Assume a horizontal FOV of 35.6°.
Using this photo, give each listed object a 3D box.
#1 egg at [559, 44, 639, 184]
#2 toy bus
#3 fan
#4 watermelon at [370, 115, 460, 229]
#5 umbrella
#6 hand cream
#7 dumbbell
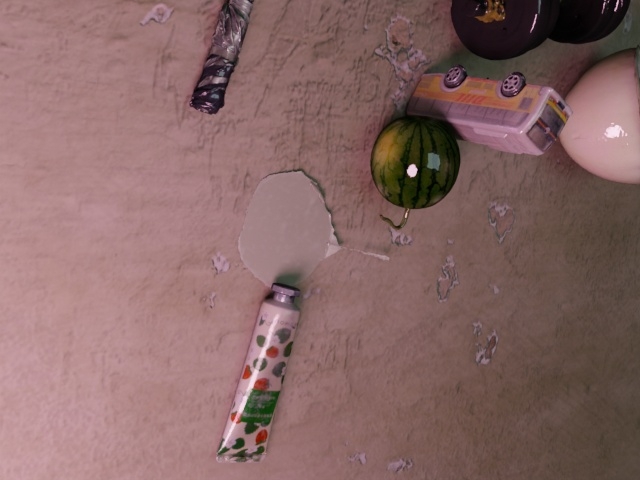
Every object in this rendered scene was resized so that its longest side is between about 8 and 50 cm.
[{"bbox_3d":[0.551,-0.236,1.917,0.286,0.174,0.264,-43,127,-62],"label":"egg"},{"bbox_3d":[0.258,-0.204,1.568,0.092,0.268,0.106,36,79,-41],"label":"toy bus"},{"bbox_3d":[-0.001,0.000,1.542,0.310,0.010,0.182,17,88,-41],"label":"fan"},{"bbox_3d":[0.145,-0.105,1.578,0.141,0.141,0.187,-17,129,-40],"label":"watermelon"},{"bbox_3d":[-0.127,-0.261,1.340,0.050,0.046,0.188,61,48,-80],"label":"umbrella"},{"bbox_3d":[-0.085,0.200,1.480,0.095,0.059,0.276,11,96,-42],"label":"hand cream"},{"bbox_3d":[0.377,-0.413,1.695,0.388,0.185,0.185,-18,111,-41],"label":"dumbbell"}]
